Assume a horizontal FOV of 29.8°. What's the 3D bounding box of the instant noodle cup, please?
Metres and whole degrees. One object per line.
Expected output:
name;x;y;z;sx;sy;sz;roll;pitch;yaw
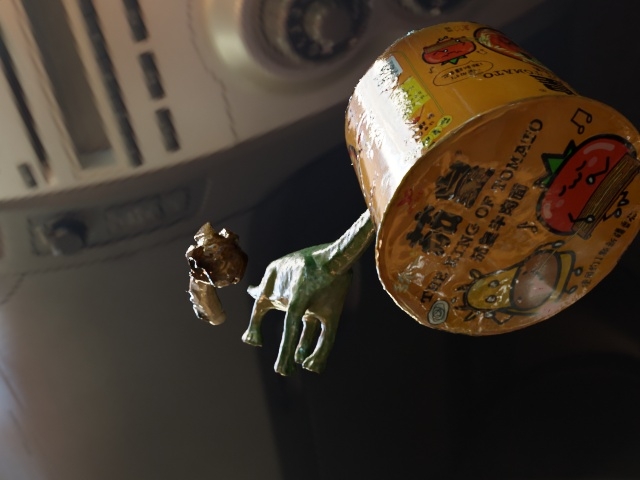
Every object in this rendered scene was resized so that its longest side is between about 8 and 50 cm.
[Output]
instant noodle cup;0.121;-0.059;0.930;0.172;0.215;0.216;-115;12;-49

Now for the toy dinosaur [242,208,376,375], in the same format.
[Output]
toy dinosaur;0.000;0.000;1.385;0.447;0.087;0.301;28;105;65

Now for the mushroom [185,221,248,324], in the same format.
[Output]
mushroom;-0.109;0.039;1.243;0.060;0.061;0.187;24;156;2
